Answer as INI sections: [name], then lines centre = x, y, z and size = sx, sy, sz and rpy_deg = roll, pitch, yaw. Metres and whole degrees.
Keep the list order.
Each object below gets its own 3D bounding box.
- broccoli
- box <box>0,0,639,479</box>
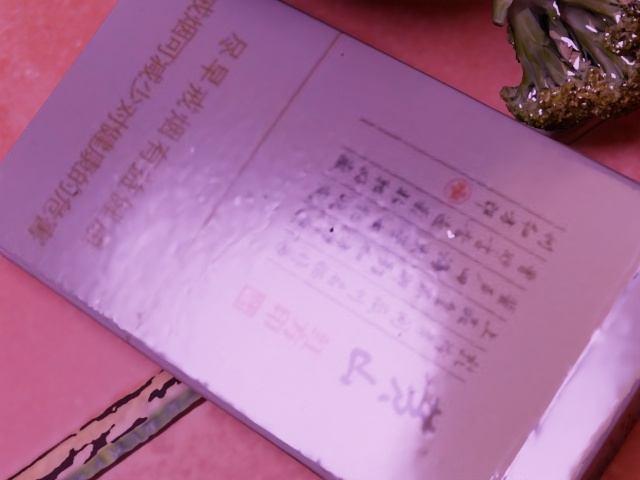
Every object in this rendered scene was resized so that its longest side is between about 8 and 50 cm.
[broccoli]
centre = 0.134, -0.122, 0.650
size = 0.120, 0.131, 0.130
rpy_deg = 14, 69, -25
[box]
centre = 0.001, 0.000, 0.680
size = 0.365, 0.051, 0.204
rpy_deg = 31, 82, 25
